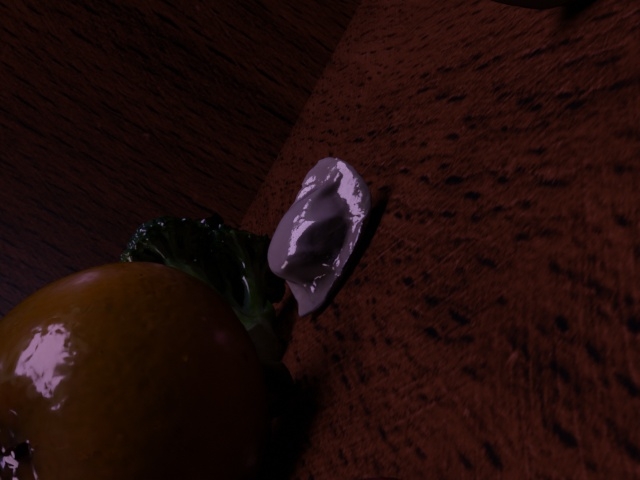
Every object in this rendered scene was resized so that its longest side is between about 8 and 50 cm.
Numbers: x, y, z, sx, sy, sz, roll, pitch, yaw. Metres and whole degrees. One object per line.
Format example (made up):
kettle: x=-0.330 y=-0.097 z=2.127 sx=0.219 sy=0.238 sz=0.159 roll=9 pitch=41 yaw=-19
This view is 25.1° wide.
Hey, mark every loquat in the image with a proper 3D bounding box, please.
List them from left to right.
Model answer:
loquat: x=-0.178 y=0.174 z=1.445 sx=0.359 sy=0.328 sz=0.328 roll=-14 pitch=-25 yaw=-34

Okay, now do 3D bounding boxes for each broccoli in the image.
broccoli: x=-0.149 y=0.108 z=1.832 sx=0.269 sy=0.254 sz=0.269 roll=-3 pitch=86 yaw=58

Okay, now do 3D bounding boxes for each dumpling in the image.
dumpling: x=0.001 y=-0.001 z=1.634 sx=0.176 sy=0.092 sz=0.150 roll=-57 pitch=21 yaw=-1

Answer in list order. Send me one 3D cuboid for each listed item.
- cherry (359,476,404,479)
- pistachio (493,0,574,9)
cherry: x=0.026 y=0.198 z=0.722 sx=0.107 sy=0.090 sz=0.225 roll=-56 pitch=9 yaw=23
pistachio: x=0.188 y=-0.266 z=1.166 sx=0.144 sy=0.144 sz=0.215 roll=-65 pitch=11 yaw=-21
